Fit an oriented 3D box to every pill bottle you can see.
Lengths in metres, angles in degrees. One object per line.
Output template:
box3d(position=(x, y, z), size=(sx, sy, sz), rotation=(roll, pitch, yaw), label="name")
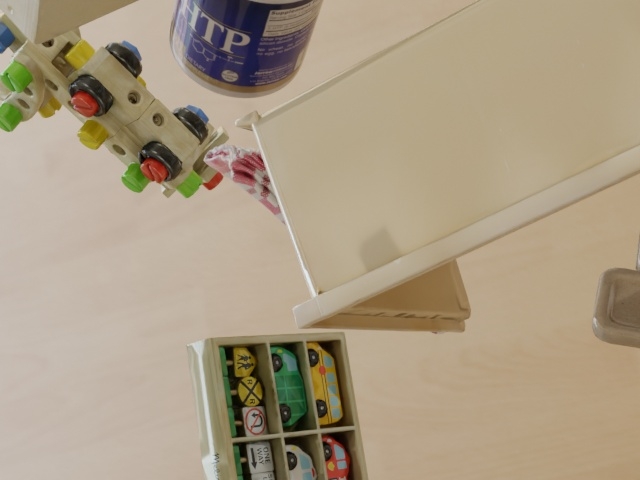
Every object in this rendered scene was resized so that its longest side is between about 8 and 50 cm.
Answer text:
box3d(position=(-0.048, -0.204, 1.200), size=(0.112, 0.186, 0.112), rotation=(7, 56, -10), label="pill bottle")

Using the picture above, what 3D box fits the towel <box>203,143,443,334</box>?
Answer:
box3d(position=(0.000, 0.000, 1.164), size=(0.197, 0.144, 0.029), rotation=(42, 85, -12), label="towel")

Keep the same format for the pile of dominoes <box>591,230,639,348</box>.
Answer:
box3d(position=(0.235, -0.001, 0.594), size=(0.196, 0.040, 0.251), rotation=(27, 57, 20), label="pile of dominoes")

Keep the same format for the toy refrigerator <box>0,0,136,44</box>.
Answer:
box3d(position=(-0.075, -0.213, 0.881), size=(0.102, 0.269, 0.094), rotation=(45, 145, 19), label="toy refrigerator")

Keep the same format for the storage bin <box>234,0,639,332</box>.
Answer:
box3d(position=(0.133, -0.053, 0.894), size=(0.262, 0.260, 0.123), rotation=(-27, 75, 22), label="storage bin")

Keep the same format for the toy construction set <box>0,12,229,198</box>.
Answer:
box3d(position=(-0.235, -0.137, 1.758), size=(0.215, 0.328, 0.151), rotation=(-18, 46, 57), label="toy construction set")

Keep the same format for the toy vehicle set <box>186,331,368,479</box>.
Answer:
box3d(position=(-0.028, 0.216, 1.409), size=(0.035, 0.166, 0.267), rotation=(-18, 78, 44), label="toy vehicle set")
